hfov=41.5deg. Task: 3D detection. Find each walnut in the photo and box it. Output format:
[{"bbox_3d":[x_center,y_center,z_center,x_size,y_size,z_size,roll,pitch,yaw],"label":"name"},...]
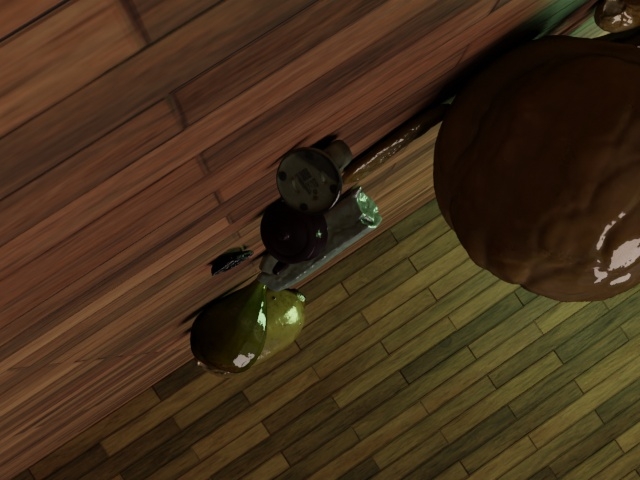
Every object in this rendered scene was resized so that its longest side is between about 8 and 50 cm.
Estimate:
[{"bbox_3d":[0.262,-0.078,0.890,0.285,0.285,0.296,-35,-158,16],"label":"walnut"}]

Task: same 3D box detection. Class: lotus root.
[{"bbox_3d":[-0.135,0.184,1.740,0.160,0.146,0.284,-11,-162,49],"label":"lotus root"}]

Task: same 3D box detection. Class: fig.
[{"bbox_3d":[-0.156,0.133,1.446,0.126,0.185,0.133,6,172,-11],"label":"fig"}]

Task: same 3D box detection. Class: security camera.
[{"bbox_3d":[0.002,-0.057,0.699,0.058,0.058,0.092,-36,-176,24],"label":"security camera"}]

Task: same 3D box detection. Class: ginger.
[{"bbox_3d":[0.459,-0.321,1.014,0.333,0.081,0.148,-30,-164,-13],"label":"ginger"}]

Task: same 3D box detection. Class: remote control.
[{"bbox_3d":[-0.106,0.024,1.007,0.039,0.014,0.096,-34,177,9],"label":"remote control"}]

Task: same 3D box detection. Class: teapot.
[{"bbox_3d":[-0.028,-0.012,0.851,0.045,0.067,0.100,-21,132,-63],"label":"teapot"}]

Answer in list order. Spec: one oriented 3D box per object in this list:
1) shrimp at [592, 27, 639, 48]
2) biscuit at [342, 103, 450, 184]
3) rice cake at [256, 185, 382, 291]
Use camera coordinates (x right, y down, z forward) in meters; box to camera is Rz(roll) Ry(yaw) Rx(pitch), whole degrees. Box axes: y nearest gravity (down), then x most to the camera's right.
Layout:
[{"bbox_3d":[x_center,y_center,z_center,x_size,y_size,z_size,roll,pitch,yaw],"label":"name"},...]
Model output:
[{"bbox_3d":[0.340,-0.222,1.057,0.236,0.053,0.133,-19,-163,15],"label":"shrimp"},{"bbox_3d":[0.083,-0.106,0.929,0.147,0.018,0.071,-34,177,17],"label":"biscuit"},{"bbox_3d":[-0.001,0.000,1.204,0.206,0.063,0.069,-35,178,21],"label":"rice cake"}]
